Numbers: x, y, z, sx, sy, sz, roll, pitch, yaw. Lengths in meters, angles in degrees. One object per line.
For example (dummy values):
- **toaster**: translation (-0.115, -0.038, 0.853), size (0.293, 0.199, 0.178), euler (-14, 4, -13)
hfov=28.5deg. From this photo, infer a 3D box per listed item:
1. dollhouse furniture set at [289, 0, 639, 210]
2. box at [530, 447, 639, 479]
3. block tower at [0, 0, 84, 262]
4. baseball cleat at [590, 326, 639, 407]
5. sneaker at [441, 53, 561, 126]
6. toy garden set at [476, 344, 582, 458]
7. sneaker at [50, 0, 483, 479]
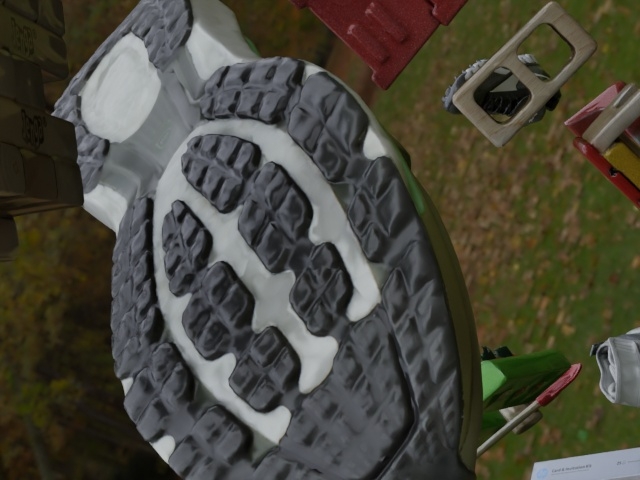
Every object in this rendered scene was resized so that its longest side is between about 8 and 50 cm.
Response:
- **dollhouse furniture set**: translation (0.158, -0.150, 1.131), size (0.152, 0.374, 0.201), euler (-45, 5, 11)
- **box**: translation (0.331, 0.291, 1.333), size (0.145, 0.186, 0.038), euler (-18, 37, 38)
- **block tower**: translation (-0.159, -0.157, 0.461), size (0.097, 0.090, 0.336), euler (15, -112, -81)
- **baseball cleat**: translation (0.308, 0.132, 1.052), size (0.206, 0.109, 0.072), euler (27, 121, 58)
- **sneaker**: translation (0.275, -0.211, 1.833), size (0.234, 0.106, 0.078), euler (-19, -34, -45)
- **toy garden set**: translation (0.088, 0.151, 0.955), size (0.244, 0.049, 0.203), euler (-46, -24, 25)
- **sneaker**: translation (0.000, 0.000, 0.602), size (0.158, 0.182, 0.410), euler (-53, 33, 13)
